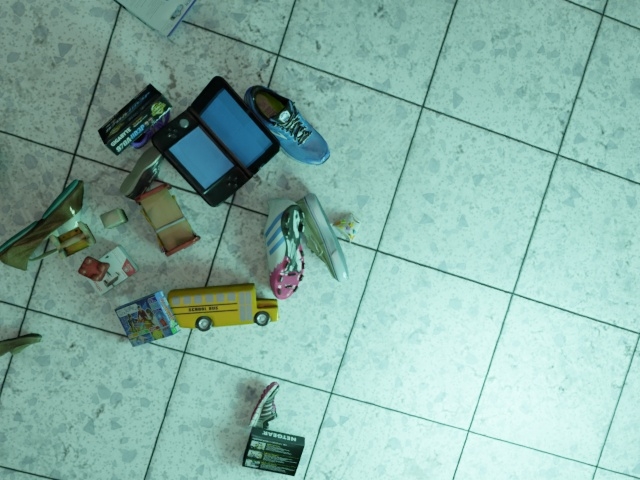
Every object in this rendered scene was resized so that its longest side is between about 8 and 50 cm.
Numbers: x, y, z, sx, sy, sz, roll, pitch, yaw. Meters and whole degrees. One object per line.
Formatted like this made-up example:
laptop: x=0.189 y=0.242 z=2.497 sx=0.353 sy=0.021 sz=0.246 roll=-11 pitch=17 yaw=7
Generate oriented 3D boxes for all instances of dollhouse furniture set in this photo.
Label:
dollhouse furniture set: x=-0.570 y=-0.006 z=1.704 sx=0.374 sy=0.152 sz=0.201 roll=-27 pitch=96 yaw=-10

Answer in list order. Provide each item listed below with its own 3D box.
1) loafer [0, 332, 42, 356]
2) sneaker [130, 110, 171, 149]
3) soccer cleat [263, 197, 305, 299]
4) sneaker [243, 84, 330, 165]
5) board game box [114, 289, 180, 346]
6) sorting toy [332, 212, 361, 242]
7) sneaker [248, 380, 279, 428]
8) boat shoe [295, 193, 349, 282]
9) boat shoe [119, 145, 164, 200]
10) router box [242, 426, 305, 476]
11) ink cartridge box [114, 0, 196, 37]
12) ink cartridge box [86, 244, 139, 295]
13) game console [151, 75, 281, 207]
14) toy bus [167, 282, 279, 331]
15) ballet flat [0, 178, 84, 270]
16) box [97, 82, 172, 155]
loafer: x=-0.922 y=0.320 z=1.747 sx=0.148 sy=0.056 sz=0.050 roll=-11 pitch=95 yaw=4
sneaker: x=-0.522 y=-0.348 z=1.750 sx=0.068 sy=0.071 sz=0.170 roll=36 pitch=88 yaw=-7
soccer cleat: x=-0.122 y=0.021 z=1.811 sx=0.116 sy=0.143 sz=0.331 roll=-11 pitch=118 yaw=-39
sneaker: x=-0.105 y=-0.353 z=1.763 sx=0.330 sy=0.147 sz=0.129 roll=39 pitch=88 yaw=-8
board game box: x=-0.529 y=0.241 z=1.740 sx=0.201 sy=0.035 sz=0.136 roll=-19 pitch=97 yaw=33
sorting toy: x=0.095 y=-0.049 z=1.863 sx=0.083 sy=0.045 sz=0.075 roll=43 pitch=68 yaw=-7
sneaker: x=-0.165 y=0.537 z=1.847 sx=0.075 sy=0.063 sz=0.170 roll=27 pitch=94 yaw=-7
boat shoe: x=0.000 y=0.000 z=1.829 sx=0.094 sy=0.109 sz=0.302 roll=-24 pitch=87 yaw=10
boat shoe: x=-0.536 y=-0.213 z=1.772 sx=0.206 sy=0.075 sz=0.065 roll=-54 pitch=140 yaw=-7
router box: x=-0.151 y=0.683 z=1.845 sx=0.179 sy=0.046 sz=0.133 roll=15 pitch=110 yaw=-8
ink cartridge box: x=-0.546 y=-0.769 z=1.729 sx=0.333 sy=0.065 sz=0.165 roll=37 pitch=88 yaw=-6
ink cartridge box: x=-0.649 y=0.092 z=1.765 sx=0.135 sy=0.056 sz=0.099 roll=-36 pitch=97 yaw=-4
game console: x=-0.316 y=-0.293 z=1.719 sx=0.293 sy=0.173 sz=0.250 roll=48 pitch=66 yaw=-6
toy bus: x=-0.299 y=0.207 z=1.789 sx=0.333 sy=0.108 sz=0.130 roll=-4 pitch=92 yaw=-6
ballet flat: x=-0.809 y=-0.034 z=1.721 sx=0.342 sy=0.116 sz=0.124 roll=-43 pitch=117 yaw=-3
box: x=-0.552 y=-0.361 z=1.694 sx=0.220 sy=0.175 sz=0.051 roll=-43 pitch=126 yaw=-3
